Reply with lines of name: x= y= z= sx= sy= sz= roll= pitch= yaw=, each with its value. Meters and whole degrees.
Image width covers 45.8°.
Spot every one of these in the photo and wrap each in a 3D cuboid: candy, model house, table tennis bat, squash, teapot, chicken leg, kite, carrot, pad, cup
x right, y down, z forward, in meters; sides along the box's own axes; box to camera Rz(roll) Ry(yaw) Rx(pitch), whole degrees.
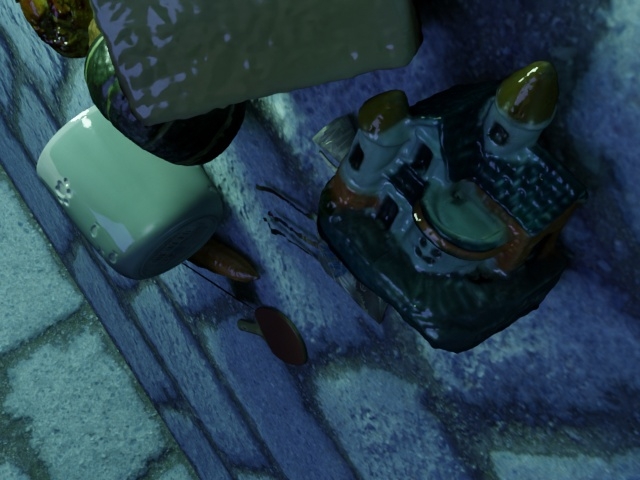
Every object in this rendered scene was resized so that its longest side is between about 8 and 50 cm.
candy: x=-0.060 y=-0.246 z=0.772 sx=0.321 sy=0.135 sz=0.179 roll=-11 pitch=120 yaw=16
model house: x=0.144 y=-0.066 z=0.762 sx=0.253 sy=0.184 sz=0.291 roll=50 pitch=147 yaw=23
table tennis bat: x=-0.106 y=0.194 z=1.599 sx=0.246 sy=0.022 sz=0.138 roll=6 pitch=123 yaw=54
squash: x=-0.232 y=-0.225 z=1.142 sx=0.252 sy=0.165 sz=0.252 roll=37 pitch=-168 yaw=-10
teapot: x=0.033 y=-0.118 z=1.005 sx=0.067 sy=0.057 sz=0.083 roll=-38 pitch=92 yaw=36
chicken leg: x=-0.518 y=-0.506 z=1.410 sx=0.211 sy=0.140 sz=0.361 roll=36 pitch=150 yaw=50
kite: x=0.001 y=-0.001 z=1.224 sx=0.310 sy=0.015 sz=0.169 roll=37 pitch=146 yaw=29
carrot: x=-0.189 y=0.046 z=1.535 sx=0.205 sy=0.072 sz=0.072 roll=23 pitch=137 yaw=39
pad: x=-0.225 y=0.088 z=1.580 sx=0.190 sy=0.004 sz=0.127 roll=38 pitch=170 yaw=-27
cup: x=-0.349 y=-0.071 z=1.479 sx=0.274 sy=0.259 sz=0.356 roll=51 pitch=165 yaw=13

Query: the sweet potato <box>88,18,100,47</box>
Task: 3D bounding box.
sweet potato: x=-0.359 y=-0.359 z=1.355 sx=0.114 sy=0.092 sz=0.341 roll=48 pitch=157 yaw=-19
